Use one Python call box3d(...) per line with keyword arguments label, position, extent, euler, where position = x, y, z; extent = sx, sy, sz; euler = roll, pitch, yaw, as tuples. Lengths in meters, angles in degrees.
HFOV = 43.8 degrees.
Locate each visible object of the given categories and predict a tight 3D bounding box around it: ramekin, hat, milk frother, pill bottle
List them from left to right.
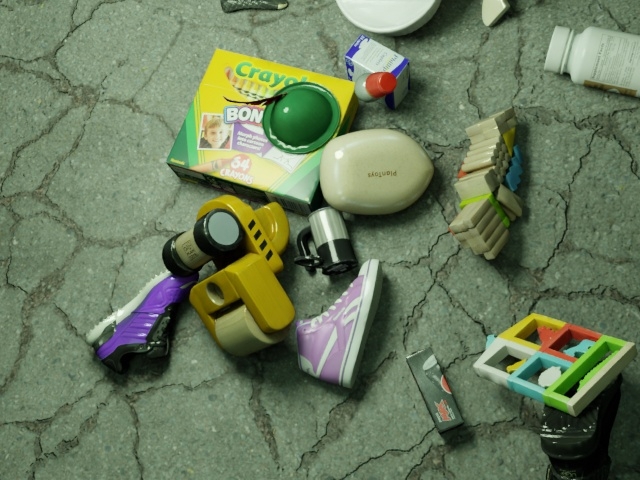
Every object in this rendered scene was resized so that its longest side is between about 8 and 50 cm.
box3d(label="hat", position=(-0.062, -0.297, 1.714), extent=(0.173, 0.183, 0.208), euler=(36, 79, 16))
box3d(label="milk frother", position=(0.000, 0.000, 1.741), extent=(0.129, 0.143, 0.135), euler=(-19, 70, 7))
box3d(label="ramekin", position=(0.172, -0.612, 1.894), extent=(0.272, 0.127, 0.273), euler=(-1, 87, 17))
box3d(label="pill bottle", position=(0.627, -0.406, 1.781), extent=(0.229, 0.131, 0.131), euler=(16, 75, 14))

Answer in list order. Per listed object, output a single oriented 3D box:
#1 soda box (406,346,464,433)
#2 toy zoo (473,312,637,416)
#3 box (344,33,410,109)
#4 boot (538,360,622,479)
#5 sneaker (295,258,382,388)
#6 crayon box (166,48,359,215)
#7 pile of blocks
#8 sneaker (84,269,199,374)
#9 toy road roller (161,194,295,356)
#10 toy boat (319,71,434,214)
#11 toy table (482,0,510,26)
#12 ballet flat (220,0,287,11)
box3d(label="soda box", position=(0.237, 0.310, 1.647), extent=(0.060, 0.053, 0.169), euler=(-24, 70, 1))
box3d(label="toy zoo", position=(0.436, 0.228, 1.560), extent=(0.192, 0.030, 0.293), euler=(-35, 27, -23))
box3d(label="box", position=(0.134, -0.390, 1.856), extent=(0.137, 0.126, 0.072), euler=(33, 77, 18))
box3d(label="boot", position=(0.504, 0.407, 1.521), extent=(0.131, 0.348, 0.260), euler=(-4, 109, 34))
box3d(label="sneaker", position=(0.032, 0.158, 1.707), extent=(0.160, 0.102, 0.282), euler=(15, 75, 17))
box3d(label="crayon box", position=(-0.130, -0.256, 1.863), extent=(0.362, 0.106, 0.313), euler=(17, 75, 14))
box3d(label="pile of blocks", position=(0.362, -0.121, 1.758), extent=(0.112, 0.149, 0.362), euler=(-14, 51, 50))
box3d(label="sneaker", position=(-0.365, 0.186, 1.766), extent=(0.293, 0.102, 0.146), euler=(-39, 74, 0))
box3d(label="toy road roller", position=(-0.154, 0.057, 1.714), extent=(0.240, 0.202, 0.330), euler=(-31, 92, -42))
box3d(label="toy boat", position=(0.122, -0.216, 1.770), extent=(0.267, 0.148, 0.319), euler=(0, 94, -18))
box3d(label="toy table", position=(0.426, -0.642, 1.846), extent=(0.274, 0.252, 0.161), euler=(-23, 73, -35))
box3d(label="ballet flat", position=(-0.169, -0.605, 2.027), extent=(0.173, 0.049, 0.058), euler=(4, 45, 5))
